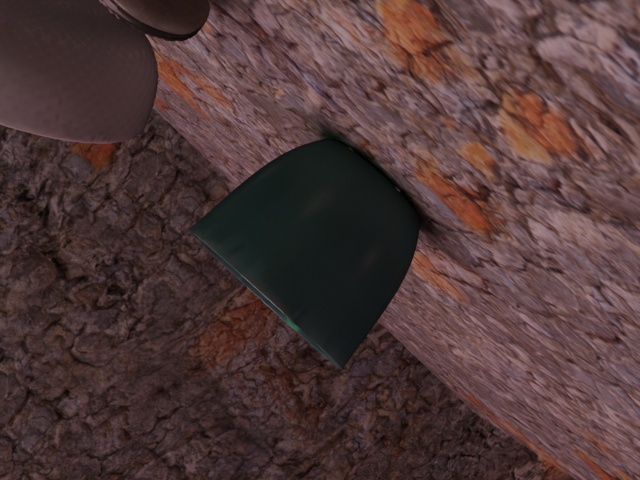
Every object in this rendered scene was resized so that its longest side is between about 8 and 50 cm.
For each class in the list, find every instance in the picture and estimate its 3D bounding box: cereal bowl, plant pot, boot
[{"bbox_3d":[-0.339,-0.248,1.274,0.339,0.141,0.339,22,-160,-9],"label":"cereal bowl"},{"bbox_3d":[0.000,0.000,1.565,0.293,0.235,0.293,42,174,5],"label":"plant pot"},{"bbox_3d":[-0.170,-0.300,1.018,0.246,0.083,0.161,41,139,-23],"label":"boot"}]
